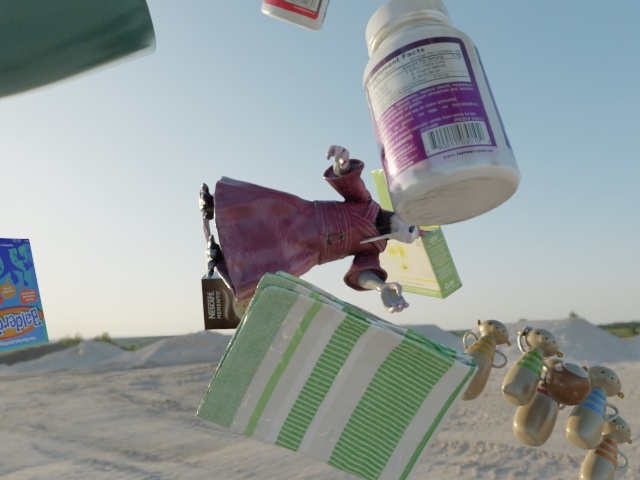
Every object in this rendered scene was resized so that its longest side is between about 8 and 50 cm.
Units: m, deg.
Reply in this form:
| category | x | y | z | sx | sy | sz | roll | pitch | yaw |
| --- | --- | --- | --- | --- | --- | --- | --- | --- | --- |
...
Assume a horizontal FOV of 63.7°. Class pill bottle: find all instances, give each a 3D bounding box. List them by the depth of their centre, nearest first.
| category | x | y | z | sx | sy | sz | roll | pitch | yaw |
| --- | --- | --- | --- | --- | --- | --- | --- | --- | --- |
| pill bottle | 0.153 | -0.185 | 0.720 | 0.170 | 0.301 | 0.169 | -9 | -20 | -3 |
| pill bottle | -0.035 | -0.740 | 1.367 | 0.177 | 0.318 | 0.176 | 16 | 20 | -6 |

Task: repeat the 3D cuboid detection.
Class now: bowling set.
| category | x | y | z | sx | sy | sz | roll | pitch | yaw |
| --- | --- | --- | --- | --- | --- | --- | --- | --- | --- |
| bowling set | 0.348 | 0.203 | 0.730 | 0.287 | 0.154 | 0.199 | 35 | -32 | 13 |

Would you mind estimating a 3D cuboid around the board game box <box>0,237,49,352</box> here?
| category | x | y | z | sx | sy | sz | roll | pitch | yaw |
| --- | --- | --- | --- | --- | --- | --- | --- | --- | --- |
| board game box | -0.588 | 0.099 | 0.931 | 0.047 | 0.210 | 0.160 | -15 | -5 | 16 |

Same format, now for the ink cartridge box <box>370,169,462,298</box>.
| category | x | y | z | sx | sy | sz | roll | pitch | yaw |
| --- | --- | --- | --- | --- | --- | --- | --- | --- | --- |
| ink cartridge box | 0.154 | -0.016 | 0.947 | 0.056 | 0.234 | 0.171 | -28 | 13 | -23 |

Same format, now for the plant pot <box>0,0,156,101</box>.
| category | x | y | z | sx | sy | sz | roll | pitch | yaw |
| --- | --- | --- | --- | --- | --- | --- | --- | --- | --- |
| plant pot | -0.328 | -0.256 | 0.452 | 0.235 | 0.292 | 0.293 | -32 | -3 | -14 |

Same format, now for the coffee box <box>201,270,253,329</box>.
| category | x | y | z | sx | sy | sz | roll | pitch | yaw |
| --- | --- | --- | --- | --- | --- | --- | --- | --- | --- |
| coffee box | -0.176 | 0.153 | 1.345 | 0.247 | 0.141 | 0.098 | -2 | 9 | -1 |

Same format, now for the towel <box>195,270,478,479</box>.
| category | x | y | z | sx | sy | sz | roll | pitch | yaw |
| --- | --- | --- | --- | --- | --- | --- | --- | --- | --- |
| towel | 0.024 | 0.205 | 0.717 | 0.325 | 0.247 | 0.038 | 24 | 13 | -9 |

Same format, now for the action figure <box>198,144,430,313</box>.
| category | x | y | z | sx | sy | sz | roll | pitch | yaw |
| --- | --- | --- | --- | --- | --- | --- | --- | --- | --- |
| action figure | 0.000 | 0.000 | 0.830 | 0.371 | 0.247 | 0.276 | -3 | -7 | -15 |
